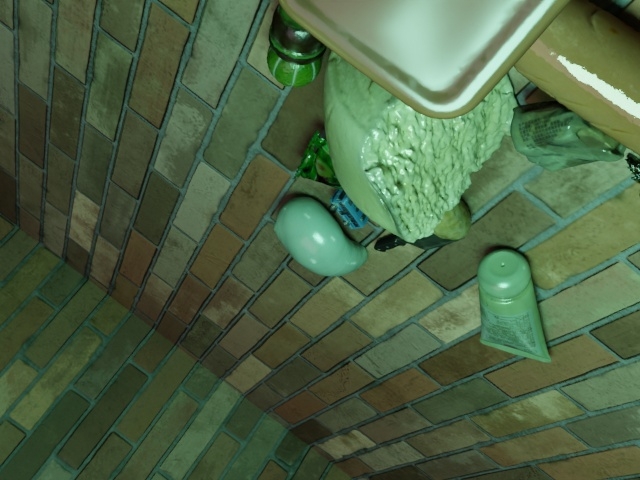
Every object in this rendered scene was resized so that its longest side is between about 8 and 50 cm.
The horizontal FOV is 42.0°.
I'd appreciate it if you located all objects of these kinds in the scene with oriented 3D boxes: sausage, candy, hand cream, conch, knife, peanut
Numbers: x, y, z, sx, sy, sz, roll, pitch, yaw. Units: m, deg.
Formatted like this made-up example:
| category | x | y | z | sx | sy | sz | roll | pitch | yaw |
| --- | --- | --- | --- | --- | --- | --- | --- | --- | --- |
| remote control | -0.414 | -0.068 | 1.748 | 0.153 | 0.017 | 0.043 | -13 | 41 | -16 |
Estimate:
| category | x | y | z | sx | sy | sz | roll | pitch | yaw |
| --- | --- | --- | --- | --- | --- | --- | --- | --- | --- |
| sausage | 0.349 | -0.201 | 1.010 | 0.304 | 0.121 | 0.121 | 36 | 152 | 3 |
| candy | 0.062 | -0.119 | 1.507 | 0.203 | 0.078 | 0.141 | 26 | 164 | -6 |
| hand cream | 0.352 | 0.136 | 1.553 | 0.147 | 0.093 | 0.306 | 14 | 147 | 26 |
| conch | -0.005 | 0.003 | 1.744 | 0.221 | 0.121 | 0.185 | 44 | -179 | -25 |
| knife | 0.186 | 0.003 | 1.595 | 0.072 | 0.019 | 0.245 | 25 | 162 | -21 |
| peanut | 0.184 | -0.081 | 1.408 | 0.099 | 0.099 | 0.214 | 3 | 133 | 46 |

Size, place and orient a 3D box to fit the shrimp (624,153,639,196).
| category | x | y | z | sx | sy | sz | roll | pitch | yaw |
| --- | --- | --- | --- | --- | --- | --- | --- | --- | --- |
| shrimp | 0.483 | -0.058 | 1.171 | 0.161 | 0.034 | 0.091 | 36 | 153 | -1 |

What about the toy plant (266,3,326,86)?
| category | x | y | z | sx | sy | sz | roll | pitch | yaw |
| --- | --- | --- | --- | --- | --- | --- | --- | --- | --- |
| toy plant | -0.038 | -0.304 | 1.317 | 0.093 | 0.093 | 0.162 | 32 | 155 | 9 |

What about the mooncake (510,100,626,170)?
| category | x | y | z | sx | sy | sz | roll | pitch | yaw |
| --- | --- | --- | --- | --- | --- | --- | --- | --- | --- |
| mooncake | 0.335 | -0.149 | 1.130 | 0.130 | 0.073 | 0.125 | 20 | 164 | -40 |

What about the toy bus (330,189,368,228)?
| category | x | y | z | sx | sy | sz | roll | pitch | yaw |
| --- | --- | --- | --- | --- | --- | --- | --- | --- | --- |
| toy bus | 0.057 | -0.062 | 1.632 | 0.046 | 0.038 | 0.083 | -2 | 136 | 43 |

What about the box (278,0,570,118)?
| category | x | y | z | sx | sy | sz | roll | pitch | yaw |
| --- | --- | --- | --- | --- | --- | --- | --- | --- | --- |
| box | 0.140 | -0.308 | 0.733 | 0.239 | 0.229 | 0.339 | 36 | 126 | -4 |

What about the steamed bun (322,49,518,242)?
| category | x | y | z | sx | sy | sz | roll | pitch | yaw |
| --- | --- | --- | --- | --- | --- | --- | --- | --- | --- |
| steamed bun | 0.111 | -0.154 | 1.196 | 0.273 | 0.272 | 0.290 | 20 | 144 | 29 |
